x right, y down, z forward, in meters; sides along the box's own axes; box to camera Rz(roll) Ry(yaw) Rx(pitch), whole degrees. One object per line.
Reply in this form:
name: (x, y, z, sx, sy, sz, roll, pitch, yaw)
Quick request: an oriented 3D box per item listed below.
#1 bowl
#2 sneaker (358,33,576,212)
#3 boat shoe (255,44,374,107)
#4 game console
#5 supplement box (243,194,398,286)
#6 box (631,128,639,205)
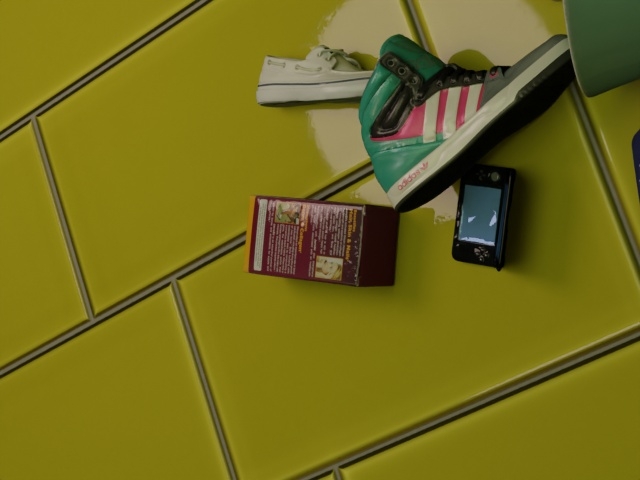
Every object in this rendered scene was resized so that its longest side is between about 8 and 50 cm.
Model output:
bowl: (0.353, -0.312, 1.802, 0.163, 0.311, 0.311, -2, 87, 17)
sneaker: (0.159, -0.189, 2.014, 0.295, 0.124, 0.178, -39, 74, 17)
boat shoe: (0.003, -0.214, 2.163, 0.226, 0.083, 0.076, 1, 90, 37)
game console: (0.194, -0.030, 2.024, 0.107, 0.071, 0.122, 10, 94, 36)
supplement box: (0.000, 0.000, 2.161, 0.188, 0.081, 0.104, 6, 92, 37)
box: (0.410, -0.113, 1.823, 0.225, 0.036, 0.136, 128, 147, -52)
